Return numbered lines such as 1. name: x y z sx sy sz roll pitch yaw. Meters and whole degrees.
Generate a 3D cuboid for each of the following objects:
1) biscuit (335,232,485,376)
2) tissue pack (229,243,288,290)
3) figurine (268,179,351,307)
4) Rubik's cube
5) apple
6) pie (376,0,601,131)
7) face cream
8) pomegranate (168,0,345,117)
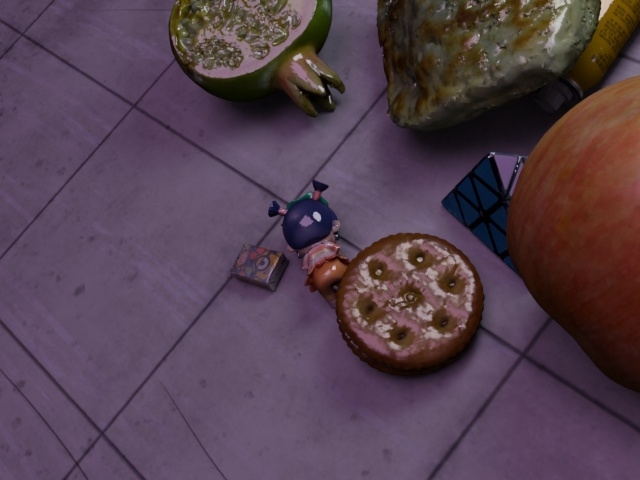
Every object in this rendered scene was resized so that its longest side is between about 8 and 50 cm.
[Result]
1. biscuit: 0.130 0.092 1.239 0.220 0.066 0.220 -3 64 5
2. tissue pack: -0.103 0.044 1.420 0.083 0.035 0.063 15 70 34
3. figurine: 0.000 0.000 1.353 0.111 0.102 0.195 -31 53 5
4. Rubik's cube: 0.285 -0.096 1.228 0.190 0.178 0.211 -43 54 -6
5. apple: 0.416 -0.003 0.992 0.346 0.391 0.391 -47 50 20
6. pie: 0.235 -0.352 1.332 0.395 0.180 0.418 -36 44 37
7. face cream: 0.448 -0.354 1.324 0.105 0.105 0.349 33 89 36
8. pomegranate: -0.097 -0.367 1.563 0.310 0.216 0.358 -42 83 -2
